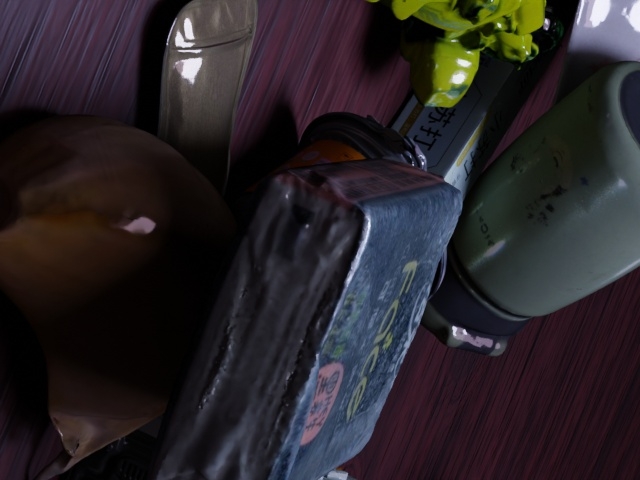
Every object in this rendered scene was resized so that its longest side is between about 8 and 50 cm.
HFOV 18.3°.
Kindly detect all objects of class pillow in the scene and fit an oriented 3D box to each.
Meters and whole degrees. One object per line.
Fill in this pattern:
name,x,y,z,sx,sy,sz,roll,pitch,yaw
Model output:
pillow,-0.093,-0.085,1.516,0.130,0.033,0.217,-28,133,-56

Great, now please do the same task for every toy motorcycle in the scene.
toy motorcycle,0.101,-0.219,1.627,0.342,0.206,0.142,72,32,-73

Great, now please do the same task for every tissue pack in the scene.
tissue pack,-0.004,0.057,1.399,0.228,0.103,0.315,-67,168,10

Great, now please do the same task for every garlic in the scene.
garlic,-0.158,0.038,1.419,0.196,0.151,0.338,-26,147,-16

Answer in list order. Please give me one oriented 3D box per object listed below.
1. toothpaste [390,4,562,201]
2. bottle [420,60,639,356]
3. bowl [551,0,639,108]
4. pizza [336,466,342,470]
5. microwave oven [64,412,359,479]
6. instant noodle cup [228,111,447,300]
toothpaste,0.114,-0.093,1.844,0.313,0.089,0.071,-57,148,-22
bottle,0.210,-0.016,1.865,0.347,0.168,0.168,-39,177,41
bowl,0.331,-0.238,1.946,0.345,0.157,0.345,14,90,-83
pizza,-0.059,0.251,1.788,0.229,0.081,0.289,-59,151,-19
microwave oven,-0.090,0.221,1.558,0.122,0.208,0.162,13,98,-64
instant noodle cup,0.000,0.000,1.628,0.125,0.177,0.208,-31,151,-32
